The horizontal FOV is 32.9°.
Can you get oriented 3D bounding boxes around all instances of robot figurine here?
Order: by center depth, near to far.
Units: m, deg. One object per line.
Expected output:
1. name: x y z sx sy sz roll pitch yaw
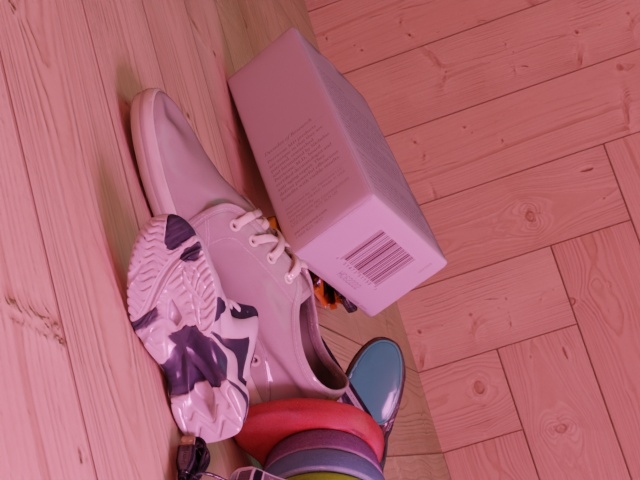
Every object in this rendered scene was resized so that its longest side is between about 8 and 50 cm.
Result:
1. robot figurine: 0.000 0.000 2.035 0.211 0.085 0.291 -86 155 -67

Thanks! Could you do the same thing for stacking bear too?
1. stacking bear: -0.004 0.326 1.151 0.289 0.164 0.175 -91 161 -50

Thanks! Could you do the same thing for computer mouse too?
1. computer mouse: -0.060 0.257 1.045 0.193 0.042 0.106 27 23 -21

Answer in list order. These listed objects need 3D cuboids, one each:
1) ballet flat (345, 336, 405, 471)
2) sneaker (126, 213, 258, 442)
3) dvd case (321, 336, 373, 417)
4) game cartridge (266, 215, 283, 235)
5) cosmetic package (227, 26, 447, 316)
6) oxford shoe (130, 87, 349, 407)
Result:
1. ballet flat: 0.061 0.284 1.635 0.096 0.095 0.280 111 -8 -81
2. sneaker: -0.124 0.072 1.106 0.153 0.094 0.235 -83 153 -73
3. dvd case: -0.002 0.255 1.424 0.164 0.018 0.221 59 35 -26
4. game cartridge: -0.053 0.135 1.547 0.285 0.053 0.323 -49 119 -80
5. cosmetic package: 0.017 -0.121 1.782 0.230 0.161 0.453 40 21 -42
6. oxford shoe: -0.091 0.021 1.276 0.449 0.130 0.169 65 14 -6
